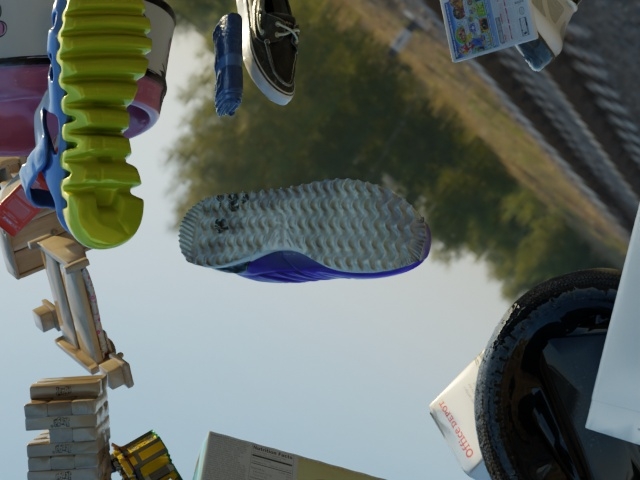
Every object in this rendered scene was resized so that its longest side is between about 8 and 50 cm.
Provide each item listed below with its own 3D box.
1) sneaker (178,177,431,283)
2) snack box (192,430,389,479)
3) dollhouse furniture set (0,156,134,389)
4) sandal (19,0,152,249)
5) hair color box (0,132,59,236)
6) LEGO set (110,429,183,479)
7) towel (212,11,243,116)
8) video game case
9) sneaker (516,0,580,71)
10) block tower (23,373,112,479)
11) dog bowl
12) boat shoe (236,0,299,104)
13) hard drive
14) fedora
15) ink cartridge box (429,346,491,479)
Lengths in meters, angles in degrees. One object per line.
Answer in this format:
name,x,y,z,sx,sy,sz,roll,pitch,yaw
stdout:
sneaker,0.000,-0.001,1.356,0.293,0.102,0.146,2,166,27
snack box,0.009,0.337,1.336,0.322,0.060,0.187,17,-142,-9
dollhouse furniture set,-0.369,0.020,1.938,0.355,0.174,0.303,27,134,47
sandal,-0.273,-0.151,1.340,0.138,0.317,0.126,3,177,43
hair color box,-0.332,-0.075,1.442,0.043,0.141,0.072,43,-168,-20
LEGO set,-0.280,0.433,1.719,0.255,0.192,0.331,59,157,8
towel,-0.115,-0.218,1.492,0.029,0.119,0.067,4,164,-17
video game case,0.209,-0.279,1.501,0.122,0.087,0.011,-11,-179,39
sneaker,0.391,-0.463,1.918,0.169,0.258,0.447,48,-153,-30
block tower,-0.313,0.345,1.520,0.097,0.335,0.091,-4,-177,2
dog bowl,-0.398,-0.224,1.662,0.408,0.408,0.150,18,-116,-71
boat shoe,-0.070,-0.299,1.736,0.078,0.070,0.219,13,-127,-43
hard drive,0.340,0.040,1.094,0.040,0.307,0.203,16,176,-17
fedora,0.344,0.204,1.419,0.334,0.334,0.152,40,-168,28
ink cartridge box,0.263,0.218,1.636,0.086,0.203,0.148,32,-163,-33
